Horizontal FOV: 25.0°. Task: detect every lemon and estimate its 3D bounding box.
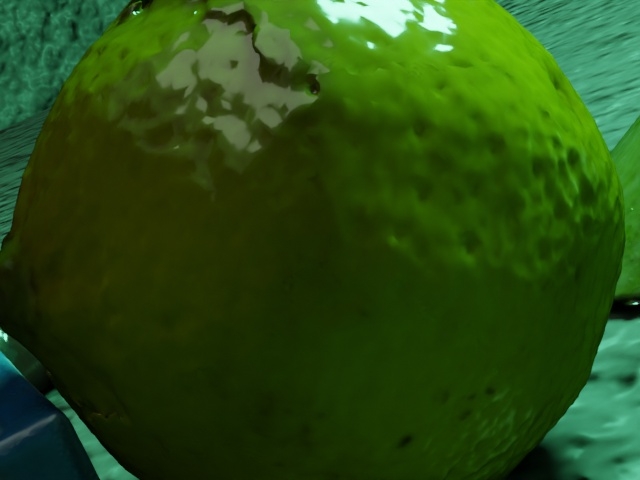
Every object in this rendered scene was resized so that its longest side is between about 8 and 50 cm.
[{"bbox_3d":[0.004,0.001,0.575,0.228,0.228,0.253,-14,-12,29],"label":"lemon"}]

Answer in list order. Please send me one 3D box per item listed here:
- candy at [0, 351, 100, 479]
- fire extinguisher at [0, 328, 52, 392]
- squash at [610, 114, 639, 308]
[{"bbox_3d":[-0.229,0.154,0.539,0.306,0.100,0.157,-24,12,-18],"label":"candy"},{"bbox_3d":[-0.204,0.066,0.955,0.089,0.072,0.268,-4,22,28],"label":"fire extinguisher"},{"bbox_3d":[0.229,-0.026,0.760,0.204,0.155,0.237,18,22,7],"label":"squash"}]
